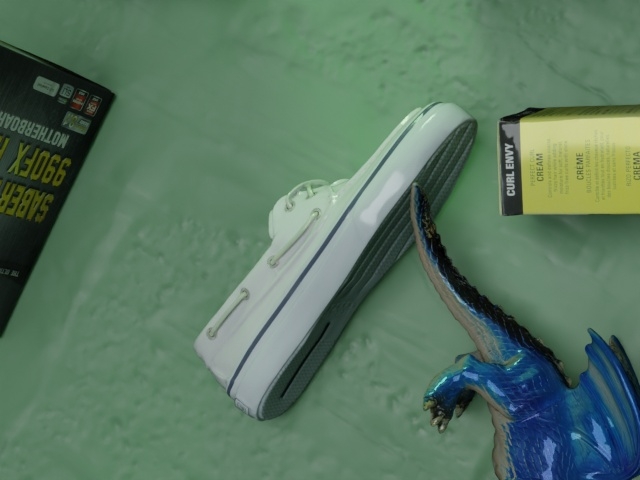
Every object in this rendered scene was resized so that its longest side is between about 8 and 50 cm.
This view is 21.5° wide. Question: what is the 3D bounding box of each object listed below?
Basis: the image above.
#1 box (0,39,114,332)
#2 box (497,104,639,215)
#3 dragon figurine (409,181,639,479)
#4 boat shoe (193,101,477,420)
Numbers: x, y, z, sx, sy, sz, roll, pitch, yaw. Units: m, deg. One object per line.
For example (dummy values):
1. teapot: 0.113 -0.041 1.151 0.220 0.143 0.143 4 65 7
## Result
1. box: -0.235 -0.040 1.006 0.056 0.231 0.183 27 92 23
2. box: 0.219 -0.047 0.928 0.232 0.087 0.058 -1 98 18
3. dragon figurine: 0.140 0.098 0.941 0.144 0.085 0.289 -15 80 16
4. boat shoe: 0.000 0.000 1.000 0.076 0.083 0.226 39 99 20
